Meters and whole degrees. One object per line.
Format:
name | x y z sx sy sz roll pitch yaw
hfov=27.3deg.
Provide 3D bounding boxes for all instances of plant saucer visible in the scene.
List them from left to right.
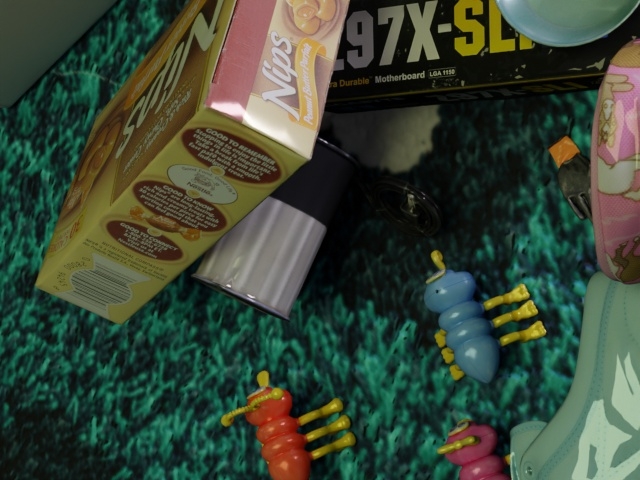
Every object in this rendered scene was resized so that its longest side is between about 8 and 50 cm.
plant saucer | 0.170 -0.187 0.879 0.119 0.021 0.119 -1 89 33

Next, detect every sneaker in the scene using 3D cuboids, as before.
sneaker | 0.191 0.192 0.887 0.150 0.135 0.366 18 89 40

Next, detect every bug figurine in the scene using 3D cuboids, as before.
bug figurine | 0.058 0.152 1.000 0.279 0.072 0.216 -36 70 27

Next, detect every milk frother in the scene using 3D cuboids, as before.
milk frother | 0.000 0.000 1.003 0.143 0.129 0.135 20 83 40

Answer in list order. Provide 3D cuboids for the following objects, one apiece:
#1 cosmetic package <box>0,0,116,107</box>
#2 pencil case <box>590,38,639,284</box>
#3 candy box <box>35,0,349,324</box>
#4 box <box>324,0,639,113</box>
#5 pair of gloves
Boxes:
cosmetic package | -0.238 -0.344 1.161 0.453 0.161 0.230 -37 70 26
pencil case | 0.345 -0.040 0.743 0.386 0.160 0.167 5 104 27
candy box | -0.101 -0.080 0.996 0.316 0.087 0.183 -37 34 50
box | 0.121 -0.234 0.971 0.322 0.079 0.257 -1 89 33
pair of gloves | 0.207 -0.056 0.946 0.083 0.010 0.074 -36 70 28
